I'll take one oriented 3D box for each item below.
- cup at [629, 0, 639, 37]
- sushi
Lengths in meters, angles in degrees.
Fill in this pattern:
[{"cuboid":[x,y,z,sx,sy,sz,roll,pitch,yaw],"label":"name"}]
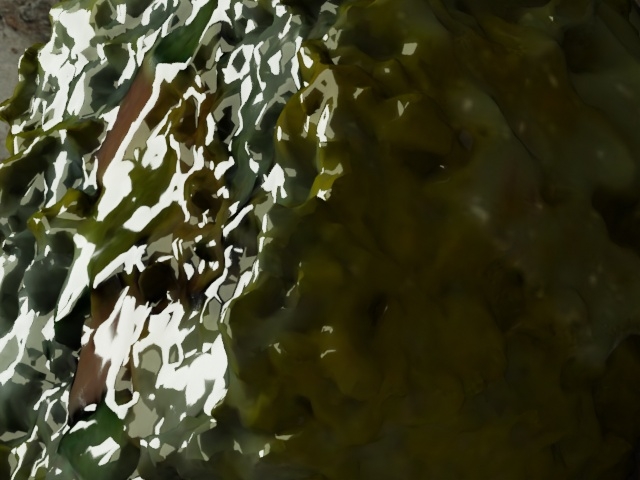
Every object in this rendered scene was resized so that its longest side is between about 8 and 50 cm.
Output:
[{"cuboid":[0.103,-0.164,1.114,0.255,0.202,0.173,-47,12,33],"label":"cup"},{"cuboid":[0.000,0.000,0.873,0.351,0.240,0.396,-34,43,41],"label":"sushi"}]
